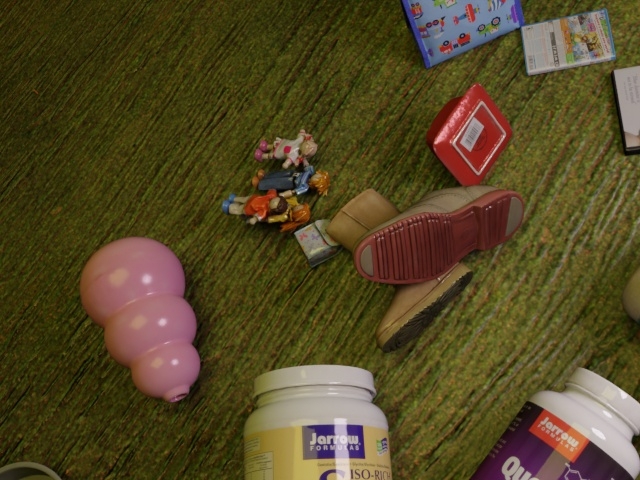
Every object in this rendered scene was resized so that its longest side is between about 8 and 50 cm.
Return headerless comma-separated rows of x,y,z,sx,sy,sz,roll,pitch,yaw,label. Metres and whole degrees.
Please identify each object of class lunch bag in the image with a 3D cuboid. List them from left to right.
0.000,0.000,1.392,0.083,0.053,0.071,-26,61,-6,lunch bag
0.262,-0.512,1.380,0.221,0.293,0.138,-22,62,10,lunch bag

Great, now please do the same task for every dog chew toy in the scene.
-0.337,0.158,1.373,0.207,0.206,0.331,-31,69,6,dog chew toy

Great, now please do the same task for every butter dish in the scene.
0.263,-0.202,1.346,0.160,0.160,0.118,-55,38,-8,butter dish

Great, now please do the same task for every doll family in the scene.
-0.070,-0.105,1.447,0.163,0.118,0.263,3,50,28,doll family

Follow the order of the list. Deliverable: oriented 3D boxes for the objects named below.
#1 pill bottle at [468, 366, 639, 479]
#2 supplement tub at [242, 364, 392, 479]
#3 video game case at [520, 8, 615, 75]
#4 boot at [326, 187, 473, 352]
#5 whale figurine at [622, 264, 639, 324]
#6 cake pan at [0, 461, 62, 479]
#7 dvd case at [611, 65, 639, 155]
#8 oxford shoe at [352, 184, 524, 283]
0.338,0.352,1.035,0.181,0.181,0.323,35,83,29,pill bottle
-0.004,0.385,1.115,0.241,0.241,0.331,-11,65,16,supplement tub
0.492,-0.396,1.404,0.166,0.015,0.119,-7,65,18,video game case
0.110,0.051,1.301,0.236,0.089,0.269,-37,59,-22,boot
0.574,0.039,1.043,0.216,0.272,0.141,-24,57,-37,whale figurine
-0.581,0.580,1.352,0.293,0.054,0.293,-8,65,17,cake pan
0.672,-0.252,1.269,0.253,0.022,0.180,-7,65,18,dvd case
0.190,-0.017,1.239,0.348,0.122,0.130,-16,27,-26,oxford shoe
